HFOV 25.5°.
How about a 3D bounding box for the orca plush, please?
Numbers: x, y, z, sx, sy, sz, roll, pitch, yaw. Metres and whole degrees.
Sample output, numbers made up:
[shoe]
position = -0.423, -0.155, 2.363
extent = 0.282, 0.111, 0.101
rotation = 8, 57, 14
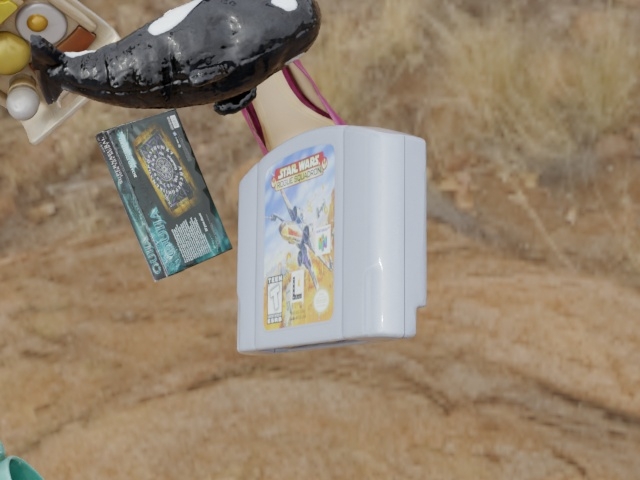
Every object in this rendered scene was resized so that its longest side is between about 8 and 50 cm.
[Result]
[orca plush]
position = -0.134, -0.184, 1.362
extent = 0.287, 0.151, 0.102
rotation = 0, 20, -12

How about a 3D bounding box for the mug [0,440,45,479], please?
[mug]
position = -0.265, 0.250, 1.169
extent = 0.097, 0.129, 0.158
rotation = -34, 38, -2

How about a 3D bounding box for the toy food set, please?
[toy food set]
position = -0.461, -0.283, 2.049
extent = 0.219, 0.306, 0.092
rotation = -37, 42, 22

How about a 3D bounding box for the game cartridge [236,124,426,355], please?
[game cartridge]
position = 0.000, 0.000, 1.288
extent = 0.062, 0.297, 0.198
rotation = 0, 82, -28

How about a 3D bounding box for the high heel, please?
[high heel]
position = -0.052, -0.162, 1.808
extent = 0.127, 0.181, 0.377
rotation = -33, 86, 11

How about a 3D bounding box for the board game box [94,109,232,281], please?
[board game box]
position = -0.185, -0.056, 1.679
extent = 0.026, 0.186, 0.126
rotation = -20, 3, 39
